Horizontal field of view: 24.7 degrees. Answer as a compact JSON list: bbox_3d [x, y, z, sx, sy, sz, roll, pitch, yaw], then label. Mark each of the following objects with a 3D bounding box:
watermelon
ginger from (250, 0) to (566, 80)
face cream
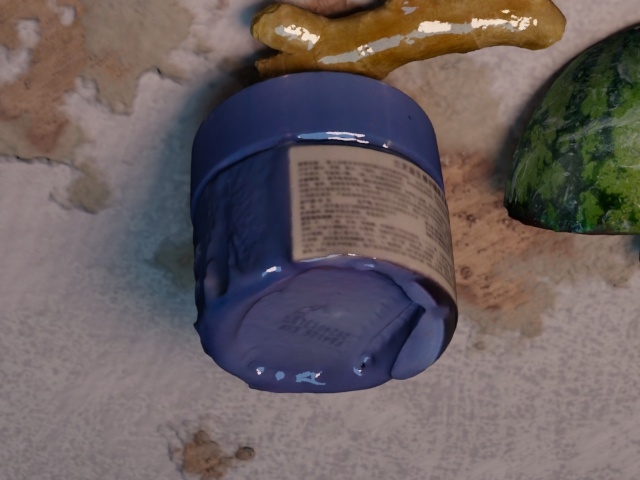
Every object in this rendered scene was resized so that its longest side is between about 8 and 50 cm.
[{"bbox_3d":[0.328,-0.087,1.403,0.305,0.224,0.180,-10,150,0],"label":"watermelon"},{"bbox_3d":[0.084,-0.193,1.391,0.299,0.065,0.118,-10,131,3],"label":"ginger"},{"bbox_3d":[0.000,0.000,1.386,0.249,0.225,0.249,-3,143,-2],"label":"face cream"}]
